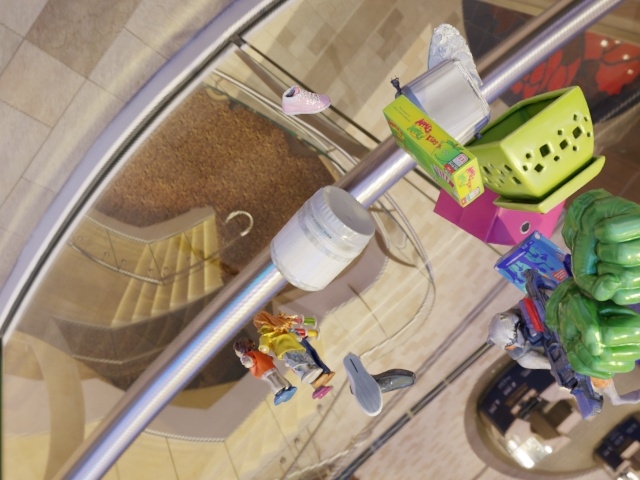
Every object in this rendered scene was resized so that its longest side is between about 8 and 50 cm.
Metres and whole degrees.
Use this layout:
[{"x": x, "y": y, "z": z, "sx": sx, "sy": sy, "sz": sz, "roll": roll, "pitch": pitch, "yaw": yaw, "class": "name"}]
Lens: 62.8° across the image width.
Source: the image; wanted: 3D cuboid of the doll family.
[{"x": -0.053, "y": 0.203, "z": 0.987, "sx": 0.118, "sy": 0.163, "sz": 0.263, "roll": -48, "pitch": 154, "yaw": 4, "class": "doll family"}]

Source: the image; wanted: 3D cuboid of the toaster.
[{"x": 0.273, "y": -0.305, "z": 1.183, "sx": 0.146, "sy": 0.129, "sz": 0.227, "roll": -35, "pitch": 97, "yaw": 0, "class": "toaster"}]

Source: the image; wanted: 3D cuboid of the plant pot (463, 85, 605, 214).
[{"x": 0.487, "y": -0.193, "z": 1.210, "sx": 0.228, "sy": 0.227, "sz": 0.207, "roll": -35, "pitch": 102, "yaw": -6, "class": "plant pot"}]

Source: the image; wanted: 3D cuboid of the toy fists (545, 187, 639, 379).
[{"x": 0.396, "y": 0.071, "z": 0.736, "sx": 0.096, "sy": 0.142, "sz": 0.279, "roll": -9, "pitch": 120, "yaw": -12, "class": "toy fists"}]

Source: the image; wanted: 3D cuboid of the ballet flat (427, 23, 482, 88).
[{"x": 0.369, "y": -0.364, "z": 1.396, "sx": 0.147, "sy": 0.147, "sz": 0.409, "roll": -8, "pitch": 104, "yaw": -27, "class": "ballet flat"}]

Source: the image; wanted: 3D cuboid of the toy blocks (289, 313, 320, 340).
[{"x": -0.084, "y": 0.323, "z": 1.967, "sx": 0.148, "sy": 0.123, "sz": 0.054, "roll": 6, "pitch": 120, "yaw": -17, "class": "toy blocks"}]

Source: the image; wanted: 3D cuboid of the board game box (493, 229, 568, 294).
[{"x": 0.578, "y": 0.088, "z": 1.343, "sx": 0.047, "sy": 0.210, "sz": 0.160, "roll": -49, "pitch": 175, "yaw": -36, "class": "board game box"}]

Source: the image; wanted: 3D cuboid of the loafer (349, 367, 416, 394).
[{"x": 0.206, "y": 0.478, "z": 1.739, "sx": 0.223, "sy": 0.078, "sz": 0.076, "roll": -10, "pitch": 114, "yaw": 13, "class": "loafer"}]

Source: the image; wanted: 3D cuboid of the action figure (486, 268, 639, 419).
[{"x": 0.481, "y": 0.245, "z": 1.066, "sx": 0.330, "sy": 0.341, "sz": 0.178, "roll": 25, "pitch": 129, "yaw": -14, "class": "action figure"}]

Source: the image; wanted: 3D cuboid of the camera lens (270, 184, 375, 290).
[{"x": 0.000, "y": 0.000, "z": 1.561, "sx": 0.219, "sy": 0.219, "sz": 0.274, "roll": 19, "pitch": 127, "yaw": -39, "class": "camera lens"}]

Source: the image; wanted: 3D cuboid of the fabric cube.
[{"x": 0.533, "y": -0.148, "z": 1.529, "sx": 0.254, "sy": 0.259, "sz": 0.258, "roll": 6, "pitch": 111, "yaw": -28, "class": "fabric cube"}]

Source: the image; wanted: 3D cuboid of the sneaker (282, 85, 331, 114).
[{"x": -0.039, "y": -0.379, "z": 1.402, "sx": 0.134, "sy": 0.051, "sz": 0.070, "roll": -9, "pitch": 146, "yaw": -2, "class": "sneaker"}]

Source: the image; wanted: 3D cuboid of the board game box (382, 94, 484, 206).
[{"x": 0.175, "y": -0.142, "z": 0.821, "sx": 0.043, "sy": 0.181, "sz": 0.092, "roll": -38, "pitch": 145, "yaw": 1, "class": "board game box"}]

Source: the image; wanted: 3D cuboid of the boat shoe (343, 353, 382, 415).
[{"x": 0.140, "y": 0.464, "z": 1.667, "sx": 0.083, "sy": 0.226, "sz": 0.076, "roll": -20, "pitch": 134, "yaw": -3, "class": "boat shoe"}]

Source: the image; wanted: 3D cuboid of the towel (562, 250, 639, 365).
[{"x": 0.627, "y": 0.159, "z": 1.108, "sx": 0.076, "sy": 0.227, "sz": 0.308, "roll": -34, "pitch": 126, "yaw": 31, "class": "towel"}]
